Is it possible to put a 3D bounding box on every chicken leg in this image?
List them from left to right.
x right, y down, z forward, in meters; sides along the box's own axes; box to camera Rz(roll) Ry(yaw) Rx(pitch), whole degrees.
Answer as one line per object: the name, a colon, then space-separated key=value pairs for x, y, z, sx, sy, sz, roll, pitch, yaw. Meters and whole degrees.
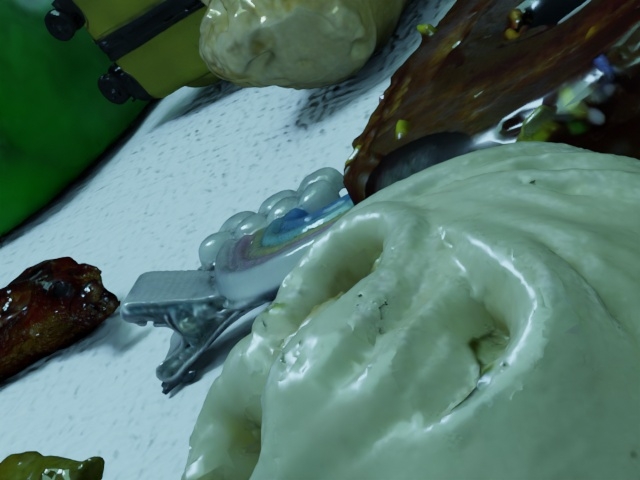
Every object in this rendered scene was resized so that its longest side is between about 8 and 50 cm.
chicken leg: x=-0.174 y=0.049 z=1.217 sx=0.219 sy=0.048 sz=0.089 roll=-22 pitch=26 yaw=45

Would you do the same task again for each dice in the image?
dice: x=-0.324 y=-0.164 z=1.679 sx=0.287 sy=0.297 sz=0.300 roll=-29 pitch=18 yaw=39

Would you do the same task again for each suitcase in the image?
suitcase: x=-0.071 y=-0.211 z=1.529 sx=0.235 sy=0.143 sz=0.194 roll=-21 pitch=23 yaw=48

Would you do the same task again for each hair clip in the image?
hair clip: x=0.000 y=0.000 z=0.991 sx=0.220 sy=0.054 sz=0.140 roll=-28 pitch=12 yaw=20

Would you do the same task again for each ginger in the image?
ginger: x=0.029 y=-0.215 z=1.356 sx=0.190 sy=0.126 sz=0.354 roll=-3 pitch=34 yaw=48

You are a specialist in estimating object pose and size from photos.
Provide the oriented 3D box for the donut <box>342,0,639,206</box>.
donut: x=0.118 y=-0.061 z=0.805 sx=0.230 sy=0.096 sz=0.216 roll=-25 pitch=23 yaw=38

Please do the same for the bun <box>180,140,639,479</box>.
bun: x=0.041 y=0.052 z=0.604 sx=0.231 sy=0.133 sz=0.231 roll=-35 pitch=19 yaw=14

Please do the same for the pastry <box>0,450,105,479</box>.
pastry: x=-0.193 y=0.200 z=0.743 sx=0.240 sy=0.132 sz=0.235 roll=-17 pitch=17 yaw=36
